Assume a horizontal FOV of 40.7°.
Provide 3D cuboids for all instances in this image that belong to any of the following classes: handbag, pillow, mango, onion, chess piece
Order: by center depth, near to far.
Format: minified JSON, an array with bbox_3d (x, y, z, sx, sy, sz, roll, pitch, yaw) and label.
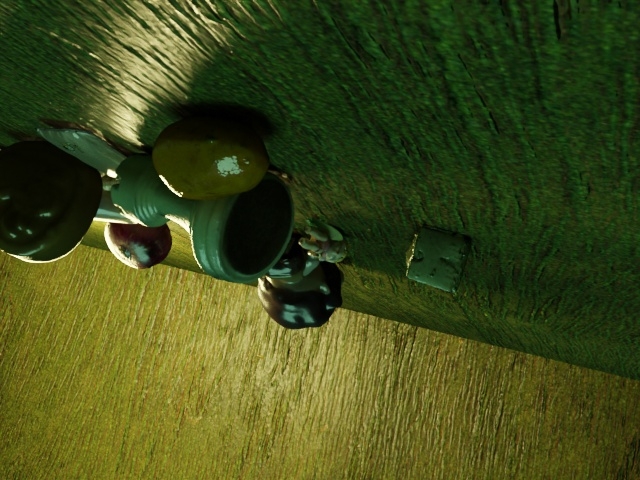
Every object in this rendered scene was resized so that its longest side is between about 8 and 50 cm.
[{"bbox_3d":[-0.149,-0.111,1.174,0.147,0.109,0.227,23,167,-21],"label":"mango"},{"bbox_3d":[-0.212,-0.057,1.445,0.299,0.194,0.194,20,175,34],"label":"chess piece"},{"bbox_3d":[-0.396,-0.155,1.552,0.130,0.038,0.232,7,166,29],"label":"pillow"},{"bbox_3d":[-0.424,-0.123,1.820,0.092,0.035,0.035,1,164,45],"label":"chess piece"},{"bbox_3d":[-0.484,-0.083,1.971,0.173,0.095,0.117,16,168,-22],"label":"handbag"},{"bbox_3d":[-0.466,-0.011,2.221,0.177,0.153,0.177,25,167,6],"label":"onion"}]

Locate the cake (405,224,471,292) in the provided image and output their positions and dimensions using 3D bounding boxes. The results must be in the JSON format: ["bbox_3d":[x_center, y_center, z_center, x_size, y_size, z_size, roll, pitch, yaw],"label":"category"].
[{"bbox_3d":[0.205,0.046,1.592,0.100,0.099,0.235,17,172,2],"label":"cake"}]

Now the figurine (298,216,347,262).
[{"bbox_3d":[0.000,0.000,1.758,0.083,0.083,0.187,11,176,26],"label":"figurine"}]

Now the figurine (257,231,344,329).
[{"bbox_3d":[-0.069,0.065,2.076,0.218,0.206,0.365,-8,142,6],"label":"figurine"}]

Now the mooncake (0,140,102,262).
[{"bbox_3d":[-0.537,-0.085,1.668,0.235,0.235,0.117,13,168,16],"label":"mooncake"}]
